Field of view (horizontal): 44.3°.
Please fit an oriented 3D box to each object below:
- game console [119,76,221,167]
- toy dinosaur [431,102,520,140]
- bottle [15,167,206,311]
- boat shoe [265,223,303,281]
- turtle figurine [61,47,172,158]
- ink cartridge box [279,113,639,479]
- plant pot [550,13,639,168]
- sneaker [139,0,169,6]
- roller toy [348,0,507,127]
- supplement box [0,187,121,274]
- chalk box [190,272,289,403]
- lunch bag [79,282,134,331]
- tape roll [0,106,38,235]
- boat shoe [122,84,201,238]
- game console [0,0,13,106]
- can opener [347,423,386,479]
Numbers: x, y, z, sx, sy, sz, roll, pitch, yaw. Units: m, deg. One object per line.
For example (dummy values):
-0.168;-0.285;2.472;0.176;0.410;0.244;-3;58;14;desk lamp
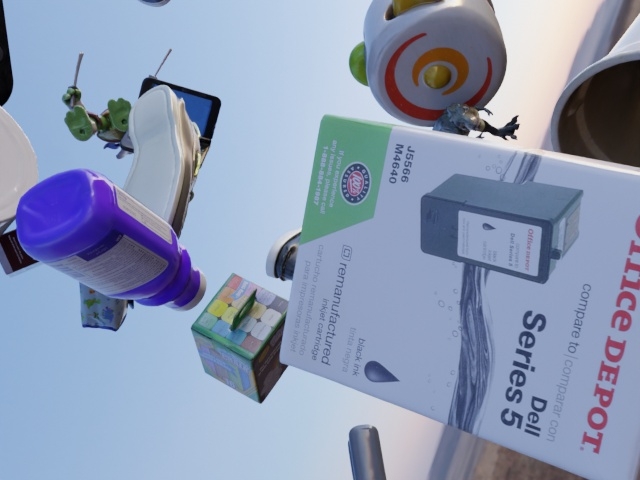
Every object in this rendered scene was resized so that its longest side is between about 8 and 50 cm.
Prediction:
-0.257;-0.201;1.355;0.124;0.143;0.085;-79;5;-52;game console
0.197;-0.139;1.081;0.268;0.118;0.064;137;141;-77;toy dinosaur
-0.231;0.015;0.940;0.283;0.118;0.092;45;-153;-60;bottle
0.000;0.000;1.627;0.302;0.091;0.114;-48;-30;-44;boat shoe
-0.462;-0.314;1.705;0.266;0.197;0.275;-111;41;-74;turtle figurine
0.123;0.029;0.573;0.114;0.272;0.199;-4;-74;-58;ink cartridge box
0.555;-0.234;1.174;0.306;0.333;0.334;-57;-19;-30;plant pot
-0.427;-0.600;1.686;0.086;0.226;0.163;-50;-17;5;sneaker
0.156;-0.261;1.080;0.146;0.191;0.209;-90;23;-44;roller toy
-0.466;-0.013;1.434;0.239;0.073;0.130;-25;4;-18;supplement box
-0.129;0.157;1.354;0.132;0.132;0.213;-52;-24;-31;chalk box
-0.434;0.095;1.631;0.151;0.096;0.129;-84;1;-63;lunch bag
-0.592;-0.119;1.216;0.100;0.286;0.286;-36;7;33;tape roll
-0.224;-0.097;1.152;0.091;0.109;0.305;48;-153;-46;boat shoe
-0.794;-0.404;1.555;0.386;0.060;0.342;-28;-51;-51;game console
0.104;0.401;1.117;0.076;0.095;0.284;90;173;-55;can opener
